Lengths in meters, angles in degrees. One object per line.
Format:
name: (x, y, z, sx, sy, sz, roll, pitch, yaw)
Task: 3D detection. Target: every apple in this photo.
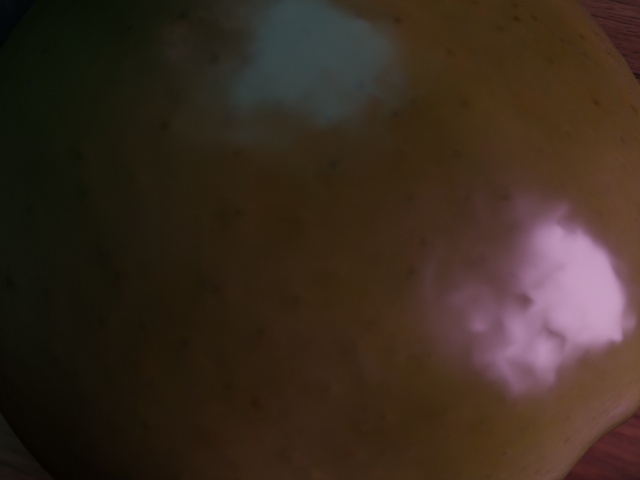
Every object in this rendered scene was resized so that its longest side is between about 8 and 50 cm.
apple: (0.000, 0.000, 0.522, 0.357, 0.357, 0.357, 1, 41, -1)

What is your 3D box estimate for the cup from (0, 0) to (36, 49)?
cup: (-0.256, -0.201, 0.875, 0.150, 0.199, 0.199, -36, 52, -13)
